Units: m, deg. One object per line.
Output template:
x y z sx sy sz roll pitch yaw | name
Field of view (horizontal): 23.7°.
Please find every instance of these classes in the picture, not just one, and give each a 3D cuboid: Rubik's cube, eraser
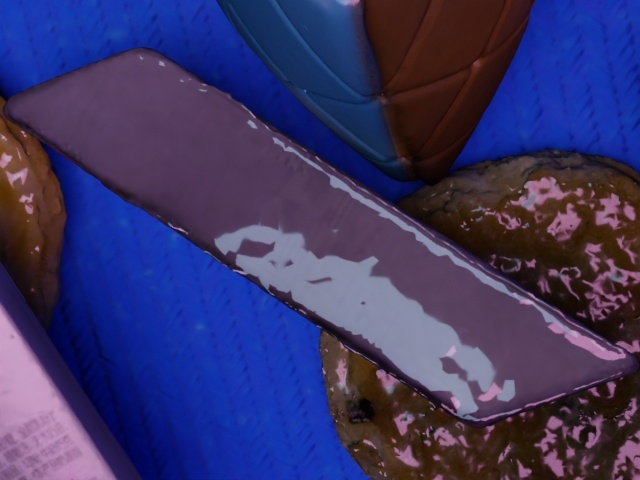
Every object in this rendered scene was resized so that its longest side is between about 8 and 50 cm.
-0.006 -0.153 0.763 0.254 0.254 0.254 1 106 2 | Rubik's cube
0.000 -0.001 0.814 0.352 0.111 0.077 33 91 12 | eraser

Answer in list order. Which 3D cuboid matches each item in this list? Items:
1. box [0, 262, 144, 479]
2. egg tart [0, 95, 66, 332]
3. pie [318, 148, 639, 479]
-0.237 0.153 0.811 0.273 0.048 0.265 -28 105 7 | box
-0.301 0.016 0.866 0.319 0.128 0.319 1 105 4 | egg tart
0.137 0.076 0.893 0.277 0.078 0.277 0 104 0 | pie
